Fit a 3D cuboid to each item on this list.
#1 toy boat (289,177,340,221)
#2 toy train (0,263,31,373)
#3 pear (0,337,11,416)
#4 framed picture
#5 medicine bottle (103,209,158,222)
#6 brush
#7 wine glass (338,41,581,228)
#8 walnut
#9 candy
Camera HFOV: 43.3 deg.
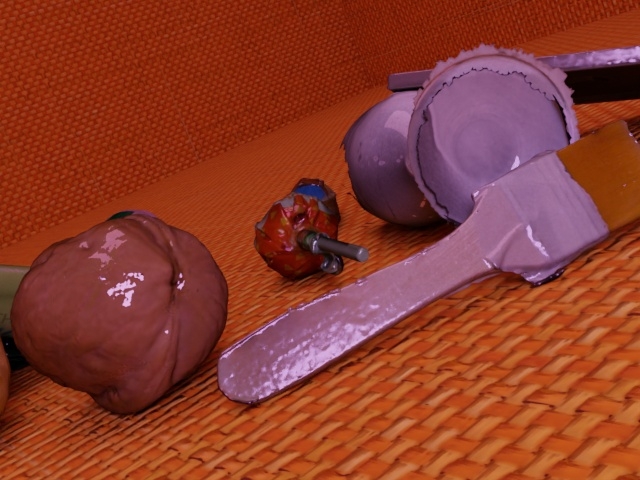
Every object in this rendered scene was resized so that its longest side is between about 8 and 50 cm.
[{"bbox_3d":[-0.011,-0.045,0.981,0.065,0.066,0.172,-23,11,6],"label":"toy boat"},{"bbox_3d":[-0.353,0.066,0.772,0.253,0.105,0.157,8,-32,-41],"label":"toy train"},{"bbox_3d":[-0.338,0.119,0.630,0.178,0.178,0.178,-20,12,5],"label":"pear"},{"bbox_3d":[0.253,-0.163,0.837,0.324,0.020,0.240,-2,1,21],"label":"framed picture"},{"bbox_3d":[-0.268,0.014,1.088,0.095,0.095,0.260,-20,13,5],"label":"medicine bottle"},{"bbox_3d":[0.082,0.019,0.545,0.337,0.085,0.020,-26,-19,-7],"label":"brush"},{"bbox_3d":[0.103,-0.076,0.728,0.143,0.143,0.321,-23,4,-9],"label":"wine glass"},{"bbox_3d":[-0.146,0.055,0.606,0.167,0.149,0.166,-10,-21,-4],"label":"walnut"},{"bbox_3d":[0.002,-0.001,0.691,0.084,0.078,0.288,-52,12,-6],"label":"candy"}]
